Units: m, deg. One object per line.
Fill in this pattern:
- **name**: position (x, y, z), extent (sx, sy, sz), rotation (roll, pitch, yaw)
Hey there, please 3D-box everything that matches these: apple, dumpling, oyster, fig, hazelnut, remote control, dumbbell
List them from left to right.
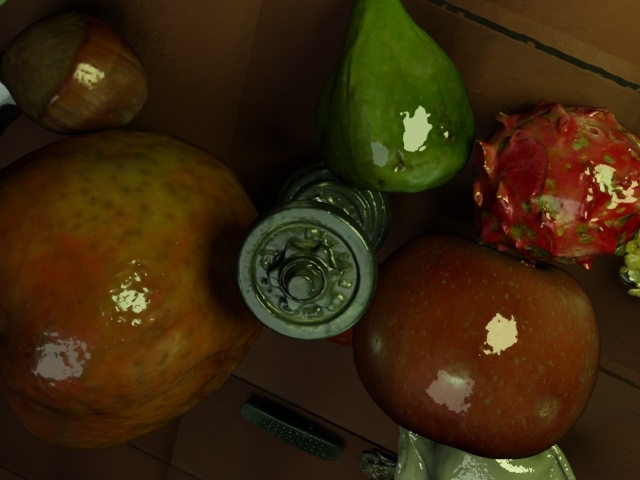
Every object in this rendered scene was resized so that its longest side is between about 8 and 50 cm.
- **hazelnut**: position (-0.351, -0.237, 1.421), extent (0.214, 0.176, 0.214), rotation (24, 178, 1)
- **remote control**: position (-0.057, 0.383, 1.982), extent (0.222, 0.042, 0.072), rotation (27, 140, 1)
- **dumbbell**: position (0.000, 0.000, 1.310), extent (0.179, 0.406, 0.179), rotation (2, 106, 6)
- **fig**: position (0.086, -0.198, 1.216), extent (0.206, 0.206, 0.275), rotation (3, 111, 28)
- **oyster**: position (0.146, 0.475, 1.953), extent (0.165, 0.053, 0.108), rotation (18, 129, 24)
- **apple**: position (0.217, 0.142, 1.368), extent (0.348, 0.348, 0.277), rotation (18, 96, 13)
- **dumpling**: position (0.288, 0.360, 1.700), extent (0.318, 0.187, 0.243), rotation (-3, 91, 22)

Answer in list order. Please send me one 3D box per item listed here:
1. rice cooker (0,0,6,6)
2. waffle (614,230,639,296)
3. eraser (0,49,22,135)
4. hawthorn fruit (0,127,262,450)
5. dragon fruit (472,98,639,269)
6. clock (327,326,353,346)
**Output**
- **rice cooker**: position (-0.567, -0.383, 1.319), extent (0.277, 0.288, 0.288), rotation (-25, 117, 43)
- **waffle**: position (0.530, 0.020, 1.244), extent (0.329, 0.062, 0.329), rotation (16, 136, 16)
- **eraser**: position (-0.634, -0.150, 1.603), extent (0.403, 0.096, 0.098), rotation (-34, 117, 19)
- **hawthorn fruit**: position (-0.280, 0.066, 1.400), extent (0.471, 0.472, 0.472), rotation (16, 138, 15)
- **dragon fruit**: position (0.307, -0.068, 1.181), extent (0.268, 0.210, 0.205), rotation (5, 97, 39)
- **clock**: position (0.034, 0.106, 1.636), extent (0.205, 0.051, 0.205), rotation (15, 138, 15)
